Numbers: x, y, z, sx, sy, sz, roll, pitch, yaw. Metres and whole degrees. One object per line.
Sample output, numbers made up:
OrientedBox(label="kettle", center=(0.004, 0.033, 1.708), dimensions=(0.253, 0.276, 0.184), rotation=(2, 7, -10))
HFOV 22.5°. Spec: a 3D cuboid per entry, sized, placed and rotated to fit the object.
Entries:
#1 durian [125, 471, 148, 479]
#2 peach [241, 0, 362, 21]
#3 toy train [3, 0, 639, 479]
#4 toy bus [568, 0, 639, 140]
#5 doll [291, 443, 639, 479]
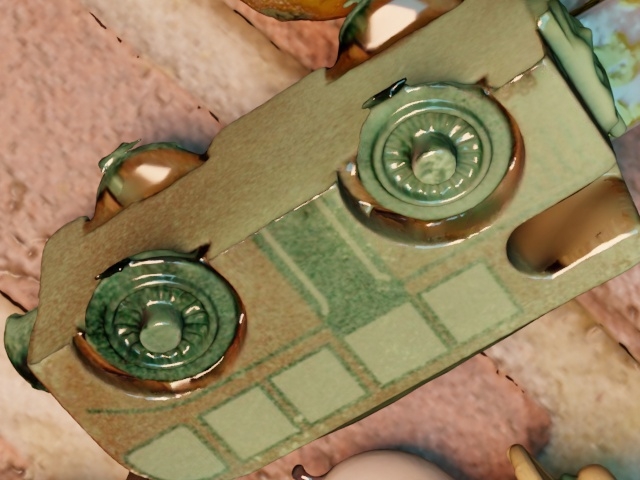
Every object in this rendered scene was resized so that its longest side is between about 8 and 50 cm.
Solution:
OrientedBox(label="durian", center=(-0.118, 0.203, 0.806), dimensions=(0.196, 0.167, 0.196), rotation=(6, 71, -18))
OrientedBox(label="peach", center=(0.013, -0.222, 0.784), dimensions=(0.214, 0.214, 0.235), rotation=(6, 97, -8))
OrientedBox(label="toy train", center=(0.000, 0.000, 0.780), dimensions=(0.326, 0.129, 0.159), rotation=(-30, 119, 15))
OrientedBox(label="toy bus", center=(0.171, -0.108, 0.872), dimensions=(0.226, 0.074, 0.081), rotation=(-29, 94, -6))
OrientedBox(label="doll", center=(0.068, 0.238, 0.845), dimensions=(0.208, 0.144, 0.271), rotation=(10, 86, 13))
